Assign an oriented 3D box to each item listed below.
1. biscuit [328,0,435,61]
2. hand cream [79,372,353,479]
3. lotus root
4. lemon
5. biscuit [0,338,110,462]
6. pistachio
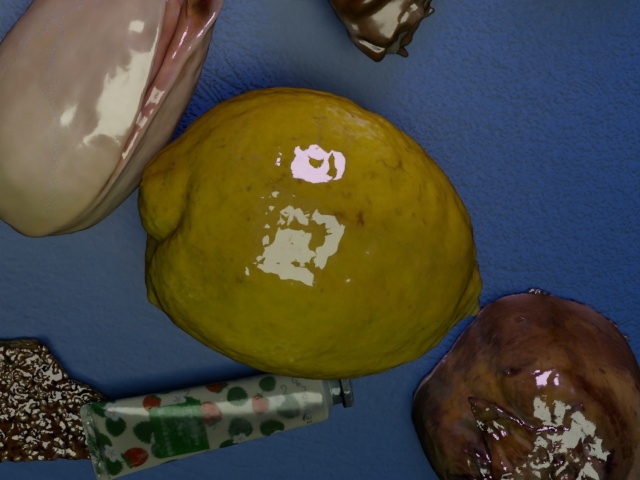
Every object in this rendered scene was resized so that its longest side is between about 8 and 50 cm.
[{"bbox_3d":[0.141,-0.355,1.253,0.366,0.115,0.268,-31,107,-1],"label":"biscuit"},{"bbox_3d":[-0.104,0.180,1.375,0.276,0.059,0.095,-13,112,-6],"label":"hand cream"},{"bbox_3d":[0.230,0.202,1.376,0.272,0.192,0.272,0,105,-1],"label":"lotus root"},{"bbox_3d":[-0.006,-0.003,1.239,0.316,0.285,0.285,-1,104,2],"label":"lemon"},{"bbox_3d":[-0.316,0.165,1.361,0.237,0.026,0.131,-1,105,-7],"label":"biscuit"},{"bbox_3d":[-0.204,-0.138,1.220,0.187,0.187,0.299,32,101,-14],"label":"pistachio"}]
